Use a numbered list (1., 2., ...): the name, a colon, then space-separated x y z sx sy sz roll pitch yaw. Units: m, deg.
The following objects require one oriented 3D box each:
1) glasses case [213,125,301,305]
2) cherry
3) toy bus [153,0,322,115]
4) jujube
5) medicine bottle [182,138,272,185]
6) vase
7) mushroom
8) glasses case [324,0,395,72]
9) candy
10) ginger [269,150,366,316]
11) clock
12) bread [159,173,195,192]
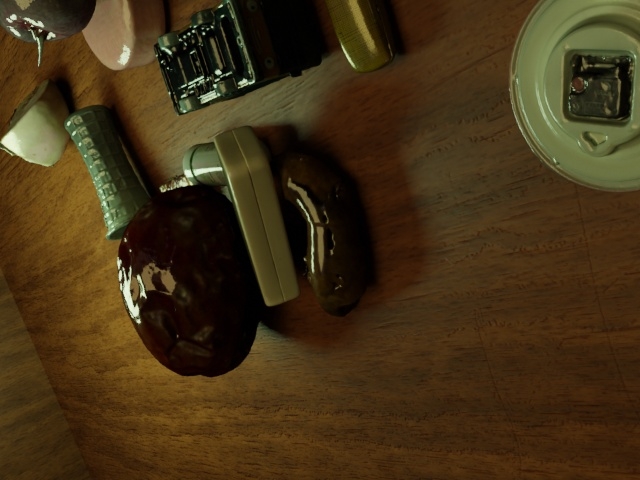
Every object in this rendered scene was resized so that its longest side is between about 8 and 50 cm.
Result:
1. glasses case: -0.106 -0.036 1.239 0.131 0.070 0.312 -117 12 -49
2. cherry: -0.516 -0.471 1.334 0.213 0.184 0.266 0 97 36
3. toy bus: -0.135 -0.299 1.145 0.275 0.167 0.138 -4 107 56
4. jujube: -0.248 0.085 1.403 0.276 0.276 0.376 20 135 44
5. medicine bottle: -0.176 -0.145 1.343 0.183 0.086 0.086 4 113 50
6. vase: -0.493 -0.163 1.680 0.143 0.143 0.298 -35 80 53
7. mushroom: -0.704 -0.311 1.878 0.162 0.173 0.236 43 -160 -32
8. glasses case: 0.041 -0.347 0.984 0.079 0.064 0.234 -9 102 50
9. candy: -0.407 -0.473 1.434 0.255 0.094 0.255 28 130 40
10. ginger: 0.009 -0.004 1.182 0.133 0.107 0.309 -5 107 44
11. clock: 0.308 -0.169 0.768 0.244 0.056 0.244 28 130 39
12. bread: -0.273 -0.105 1.509 0.154 0.054 0.136 45 140 17
